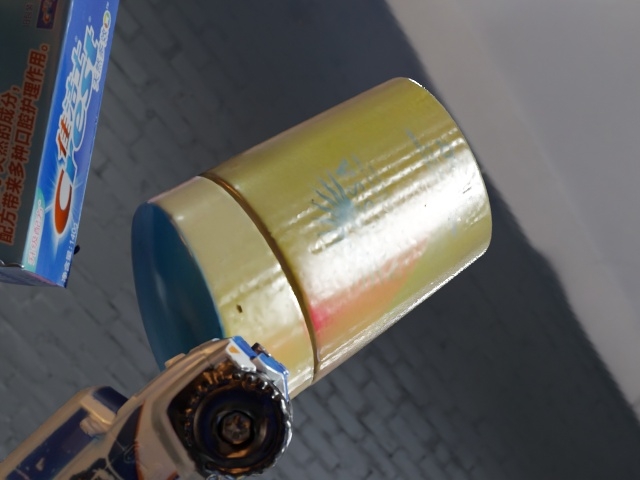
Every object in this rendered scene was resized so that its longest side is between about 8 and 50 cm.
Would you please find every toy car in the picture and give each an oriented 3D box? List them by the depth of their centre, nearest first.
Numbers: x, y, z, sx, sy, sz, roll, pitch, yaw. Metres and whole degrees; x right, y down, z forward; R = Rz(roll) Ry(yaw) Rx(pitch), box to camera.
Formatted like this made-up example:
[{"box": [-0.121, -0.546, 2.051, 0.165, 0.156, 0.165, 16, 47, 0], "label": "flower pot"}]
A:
[{"box": [-0.082, 0.099, 0.430, 0.070, 0.171, 0.080, 45, -4, 3], "label": "toy car"}]

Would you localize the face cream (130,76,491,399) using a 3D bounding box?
[{"box": [0.000, 0.000, 0.706, 0.067, 0.285, 0.139, -22, -83, 44], "label": "face cream"}]

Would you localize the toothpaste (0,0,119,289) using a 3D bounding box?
[{"box": [-0.137, -0.114, 0.586, 0.053, 0.272, 0.066, 7, -11, 7], "label": "toothpaste"}]
